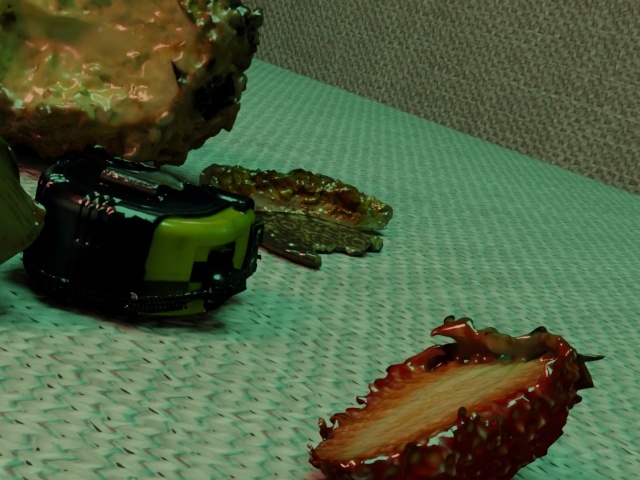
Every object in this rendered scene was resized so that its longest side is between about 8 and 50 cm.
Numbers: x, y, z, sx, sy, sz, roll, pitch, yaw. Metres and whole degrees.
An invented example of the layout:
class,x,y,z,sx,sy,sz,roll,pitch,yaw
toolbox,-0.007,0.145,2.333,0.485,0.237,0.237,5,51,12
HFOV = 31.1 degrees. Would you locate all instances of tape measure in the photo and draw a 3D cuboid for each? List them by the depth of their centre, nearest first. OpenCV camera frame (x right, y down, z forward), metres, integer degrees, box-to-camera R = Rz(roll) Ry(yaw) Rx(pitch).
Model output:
class,x,y,z,sx,sy,sz,roll,pitch,yaw
tape measure,-0.151,-0.005,0.961,0.199,0.112,0.186,15,15,8

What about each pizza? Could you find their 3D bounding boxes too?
class,x,y,z,sx,sy,sz,roll,pitch,yaw
pizza,-0.027,-0.060,1.439,0.246,0.058,0.127,12,13,-2

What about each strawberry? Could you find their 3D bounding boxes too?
class,x,y,z,sx,sy,sz,roll,pitch,yaw
strawberry,0.075,0.126,0.751,0.208,0.087,0.167,-26,14,-32

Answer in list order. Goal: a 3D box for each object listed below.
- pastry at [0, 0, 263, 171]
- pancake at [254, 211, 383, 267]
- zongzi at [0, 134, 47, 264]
class,x,y,z,sx,sy,sz,roll,pitch,yaw
pastry,-0.276,-0.227,1.400,0.405,0.293,0.337,1,5,-6
pancake,0.000,0.000,1.304,0.190,0.020,0.184,6,15,-29
zongzi,-0.359,-0.113,0.865,0.300,0.145,0.274,56,-12,-28
